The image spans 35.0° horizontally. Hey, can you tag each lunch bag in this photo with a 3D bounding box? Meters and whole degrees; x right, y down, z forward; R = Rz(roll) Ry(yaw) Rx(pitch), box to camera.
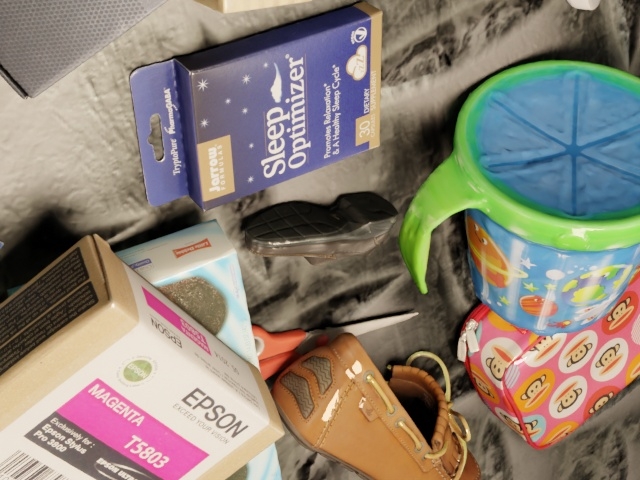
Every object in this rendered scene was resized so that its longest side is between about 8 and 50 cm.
[{"bbox_3d":[0.313,0.097,1.256,0.293,0.120,0.258,-39,137,-8],"label":"lunch bag"}]

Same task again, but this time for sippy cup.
[{"bbox_3d":[0.246,-0.027,1.047,0.224,0.305,0.240,87,17,-50],"label":"sippy cup"}]

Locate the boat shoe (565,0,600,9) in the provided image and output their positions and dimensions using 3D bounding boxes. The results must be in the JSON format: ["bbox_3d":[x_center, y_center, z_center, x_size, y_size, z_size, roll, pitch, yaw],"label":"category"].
[{"bbox_3d":[0.198,-0.318,0.877,0.095,0.084,0.258,-52,138,-35],"label":"boat shoe"}]

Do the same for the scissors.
[{"bbox_3d":[-0.014,0.101,1.062,0.297,0.021,0.109,-23,131,-23],"label":"scissors"}]

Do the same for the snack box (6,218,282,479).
[{"bbox_3d":[-0.148,0.145,0.937,0.187,0.060,0.322,-20,132,-14],"label":"snack box"}]

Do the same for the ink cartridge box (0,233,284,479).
[{"bbox_3d":[-0.173,0.136,0.813,0.193,0.088,0.234,-38,132,7],"label":"ink cartridge box"}]

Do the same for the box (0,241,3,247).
[{"bbox_3d":[-0.322,0.019,0.731,0.109,0.042,0.178,-52,137,5],"label":"box"}]

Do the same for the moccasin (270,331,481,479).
[{"bbox_3d":[0.094,0.202,1.150,0.147,0.139,0.380,-43,133,5],"label":"moccasin"}]

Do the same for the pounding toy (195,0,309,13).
[{"bbox_3d":[-0.057,-0.219,0.720,0.100,0.130,0.141,-16,121,-29],"label":"pounding toy"}]

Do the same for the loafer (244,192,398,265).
[{"bbox_3d":[0.000,0.000,0.971,0.170,0.062,0.061,-7,129,-34],"label":"loafer"}]

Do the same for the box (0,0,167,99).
[{"bbox_3d":[-0.141,-0.221,0.590,0.233,0.059,0.183,-32,115,12],"label":"box"}]

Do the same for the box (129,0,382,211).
[{"bbox_3d":[-0.046,-0.110,0.868,0.225,0.036,0.136,-22,132,-24],"label":"box"}]
